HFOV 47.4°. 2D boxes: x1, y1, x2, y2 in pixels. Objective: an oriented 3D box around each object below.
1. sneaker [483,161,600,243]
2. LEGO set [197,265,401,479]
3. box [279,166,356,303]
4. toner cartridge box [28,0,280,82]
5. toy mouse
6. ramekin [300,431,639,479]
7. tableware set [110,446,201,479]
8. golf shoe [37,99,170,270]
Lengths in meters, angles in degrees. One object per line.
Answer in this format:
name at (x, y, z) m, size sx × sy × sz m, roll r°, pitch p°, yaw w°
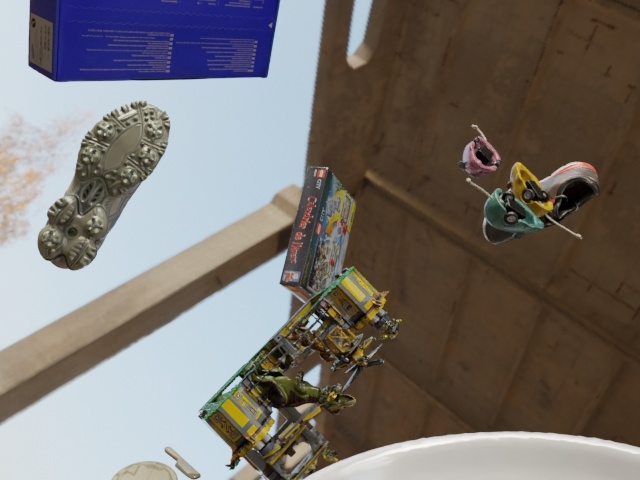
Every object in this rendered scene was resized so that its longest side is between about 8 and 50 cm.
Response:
sneaker at (0.274, -0.042, 0.908) m, size 0.158 × 0.065 × 0.061 m, roll -35°, pitch -71°, yaw 18°
LEGO set at (-0.003, 0.211, 0.992) m, size 0.192 × 0.331 × 0.255 m, roll 46°, pitch -30°, yaw -1°
box at (0.000, 0.000, 1.372) m, size 0.044 × 0.233 × 0.159 m, roll 4°, pitch -20°, yaw 26°
toner cartridge box at (-0.208, -0.304, 0.979) m, size 0.075 × 0.348 × 0.165 m, roll 32°, pitch -60°, yaw 35°
toy mouse at (0.176, -0.052, 0.730) m, size 0.031 × 0.143 × 0.161 m, roll -45°, pitch -113°, yaw 36°
ramekin at (0.094, 0.208, 0.345) m, size 0.277 × 0.277 × 0.135 m, roll 4°, pitch -77°, yaw 49°
tableware set at (-0.192, 0.344, 0.912) m, size 0.194 × 0.128 × 0.039 m, roll 24°, pitch -60°, yaw 41°
golf shoe at (-0.206, -0.053, 0.693) m, size 0.069 × 0.176 × 0.086 m, roll 34°, pitch -12°, yaw -10°
